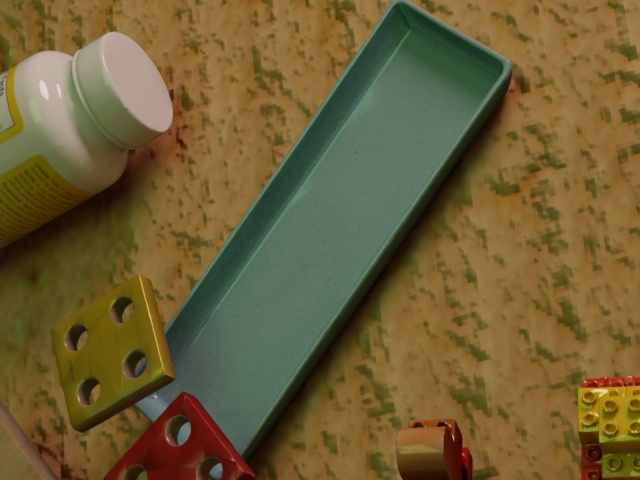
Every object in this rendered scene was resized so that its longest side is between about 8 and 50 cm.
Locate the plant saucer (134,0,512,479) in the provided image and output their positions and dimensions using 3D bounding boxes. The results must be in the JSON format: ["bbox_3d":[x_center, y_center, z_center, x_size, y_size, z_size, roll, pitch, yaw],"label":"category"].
[{"bbox_3d":[0.000,0.000,0.689,0.067,0.018,0.192,37,92,38],"label":"plant saucer"}]

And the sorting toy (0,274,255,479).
[{"bbox_3d":[-0.125,0.144,0.694,0.274,0.046,0.132,-51,52,6],"label":"sorting toy"}]

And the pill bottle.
[{"bbox_3d":[-0.122,-0.040,0.756,0.116,0.065,0.065,-27,58,22],"label":"pill bottle"}]

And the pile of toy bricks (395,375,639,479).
[{"bbox_3d":[0.060,0.123,0.511,0.118,0.105,0.212,-4,59,14],"label":"pile of toy bricks"}]
